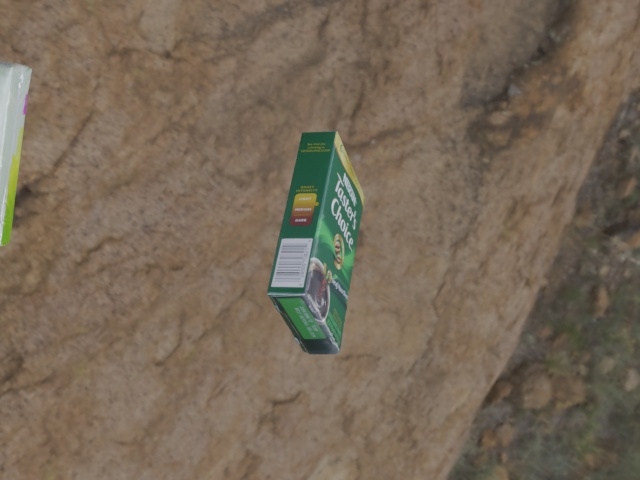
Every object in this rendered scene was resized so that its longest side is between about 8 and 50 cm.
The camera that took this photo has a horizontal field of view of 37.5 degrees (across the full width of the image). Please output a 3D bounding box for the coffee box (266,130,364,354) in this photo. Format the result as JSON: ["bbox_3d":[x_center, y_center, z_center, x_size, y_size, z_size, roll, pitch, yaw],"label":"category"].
[{"bbox_3d":[0.000,0.000,0.889,0.113,0.040,0.184,64,30,-50],"label":"coffee box"}]

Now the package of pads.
[{"bbox_3d":[-0.597,-0.149,1.490,0.101,0.229,0.296,-55,156,-80],"label":"package of pads"}]
